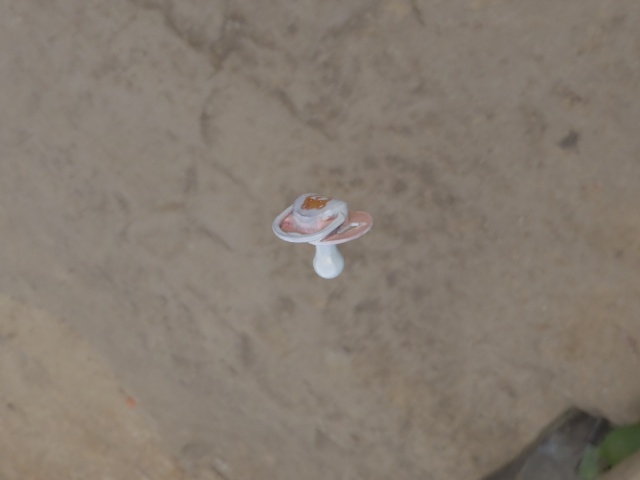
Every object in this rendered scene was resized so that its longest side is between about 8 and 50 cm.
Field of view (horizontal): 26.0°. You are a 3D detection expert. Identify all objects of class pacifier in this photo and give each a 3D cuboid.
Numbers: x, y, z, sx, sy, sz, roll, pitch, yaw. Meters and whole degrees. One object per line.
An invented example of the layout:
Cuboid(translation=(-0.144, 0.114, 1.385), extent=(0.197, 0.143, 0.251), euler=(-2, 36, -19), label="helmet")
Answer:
Cuboid(translation=(0.000, 0.000, 1.249), extent=(0.099, 0.081, 0.078), euler=(18, 127, 44), label="pacifier")
